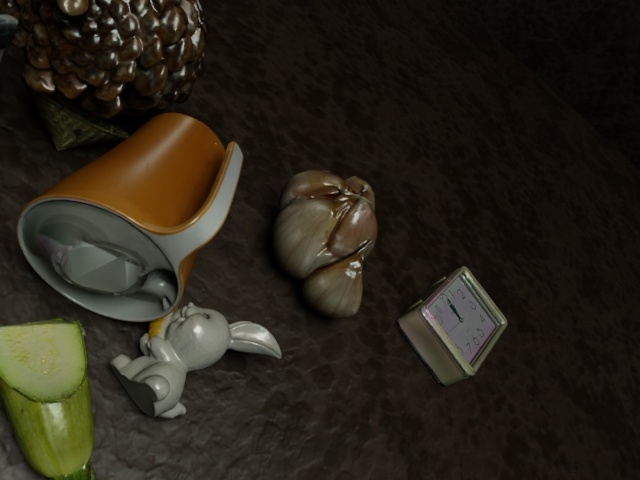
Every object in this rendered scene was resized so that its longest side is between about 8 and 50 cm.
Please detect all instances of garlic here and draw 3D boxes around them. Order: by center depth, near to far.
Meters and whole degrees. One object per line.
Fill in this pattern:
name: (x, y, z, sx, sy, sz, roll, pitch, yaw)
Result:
garlic: (0.000, 0.000, 0.728, 0.160, 0.191, 0.214, 14, 62, 1)

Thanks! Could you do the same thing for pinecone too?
pinecone: (-0.252, -0.264, 0.600, 0.224, 0.224, 0.272, 44, 10, -4)

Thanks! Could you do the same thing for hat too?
hat: (-0.336, -0.148, 0.635, 0.145, 0.067, 0.146, 32, 5, -3)

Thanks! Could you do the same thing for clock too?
clock: (0.244, 0.149, 0.868, 0.192, 0.071, 0.147, -30, 82, -45)

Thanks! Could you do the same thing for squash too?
squash: (-0.260, 0.165, 0.467, 0.200, 0.075, 0.090, 63, 20, 12)

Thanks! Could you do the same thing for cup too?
cup: (-0.195, -0.045, 0.571, 0.264, 0.226, 0.182, -75, 145, -47)

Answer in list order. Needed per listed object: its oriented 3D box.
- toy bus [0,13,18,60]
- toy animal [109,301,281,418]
toy bus: (-0.535, -0.191, 0.370, 0.439, 0.249, 0.209, 24, 21, -24)
toy animal: (-0.151, 0.130, 0.582, 0.181, 0.130, 0.127, -37, 119, -38)
